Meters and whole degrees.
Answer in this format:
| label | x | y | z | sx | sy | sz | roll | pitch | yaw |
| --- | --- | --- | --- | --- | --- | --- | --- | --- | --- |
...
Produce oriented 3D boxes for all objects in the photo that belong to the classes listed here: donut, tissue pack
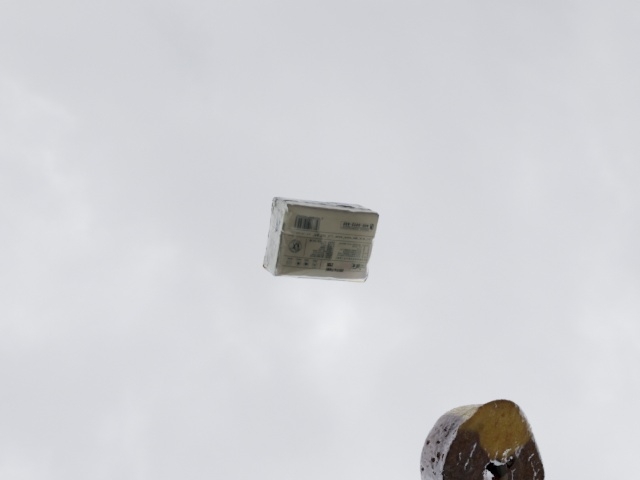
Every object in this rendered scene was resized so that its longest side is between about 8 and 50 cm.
| label | x | y | z | sx | sy | sz | roll | pitch | yaw |
| --- | --- | --- | --- | --- | --- | --- | --- | --- | --- |
| donut | 0.193 | 0.278 | 1.064 | 0.166 | 0.073 | 0.184 | -48 | -63 | -24 |
| tissue pack | 0.000 | 0.000 | 0.698 | 0.083 | 0.042 | 0.062 | 4 | -80 | -25 |
